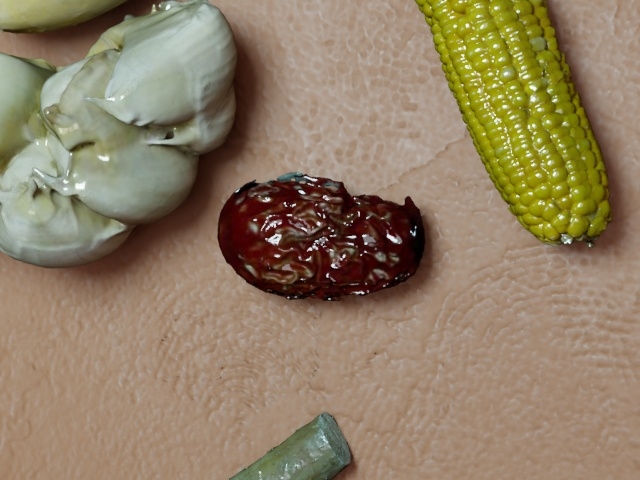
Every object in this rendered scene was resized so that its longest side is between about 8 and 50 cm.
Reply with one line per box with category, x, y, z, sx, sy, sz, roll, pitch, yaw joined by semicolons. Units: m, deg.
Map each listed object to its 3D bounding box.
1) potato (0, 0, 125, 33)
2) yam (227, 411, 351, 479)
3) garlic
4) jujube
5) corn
potato;-0.197;-0.261;1.071;0.234;0.146;0.150;-29;91;-3
yam;-0.035;0.200;1.078;0.132;0.054;0.054;-38;82;10
garlic;-0.191;-0.071;1.043;0.281;0.203;0.184;-12;112;7
jujube;-0.001;0.004;1.046;0.166;0.104;0.104;10;92;11
corn;0.142;-0.136;1.013;0.102;0.102;0.312;-20;87;12
